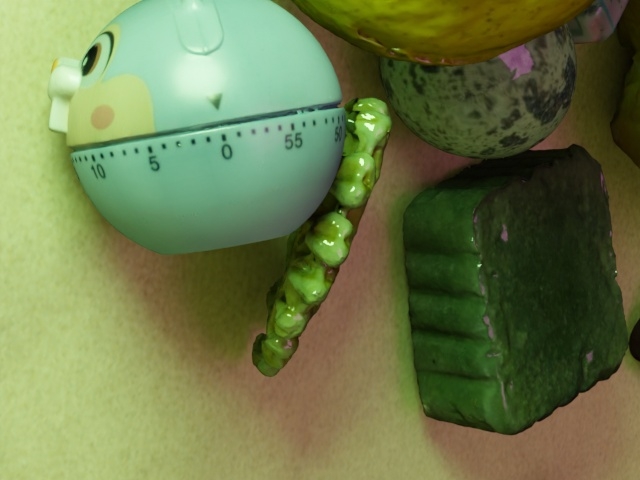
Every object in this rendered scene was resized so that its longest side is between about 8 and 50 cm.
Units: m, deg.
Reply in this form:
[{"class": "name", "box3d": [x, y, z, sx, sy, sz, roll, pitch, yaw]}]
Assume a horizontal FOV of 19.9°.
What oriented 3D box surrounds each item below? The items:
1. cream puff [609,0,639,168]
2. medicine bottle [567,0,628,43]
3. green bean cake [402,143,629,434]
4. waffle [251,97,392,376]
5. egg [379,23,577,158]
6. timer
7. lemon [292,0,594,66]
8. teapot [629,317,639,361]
[{"class": "cream puff", "box3d": [0.404, -0.126, 1.444, 0.378, 0.378, 0.275, 57, 31, -38]}, {"class": "medicine bottle", "box3d": [0.185, -0.241, 1.343, 0.094, 0.119, 0.188, 52, 57, -41]}, {"class": "green bean cake", "box3d": [0.143, 0.031, 1.353, 0.183, 0.094, 0.185, -23, 112, -46]}, {"class": "waffle", "box3d": [0.000, 0.000, 1.141, 0.183, 0.036, 0.169, 118, -8, -68]}, {"class": "egg", "box3d": [0.113, -0.121, 1.266, 0.172, 0.132, 0.132, 29, 73, -60]}, {"class": "timer", "box3d": [-0.091, -0.107, 1.028, 0.175, 0.175, 0.255, -39, 101, -40]}, {"class": "lemon", "box3d": [0.071, -0.243, 1.083, 0.293, 0.293, 0.293, -10, 103, -50]}, {"class": "teapot", "box3d": [0.300, 0.086, 1.592, 0.068, 0.045, 0.100, -10, 123, -26]}]
